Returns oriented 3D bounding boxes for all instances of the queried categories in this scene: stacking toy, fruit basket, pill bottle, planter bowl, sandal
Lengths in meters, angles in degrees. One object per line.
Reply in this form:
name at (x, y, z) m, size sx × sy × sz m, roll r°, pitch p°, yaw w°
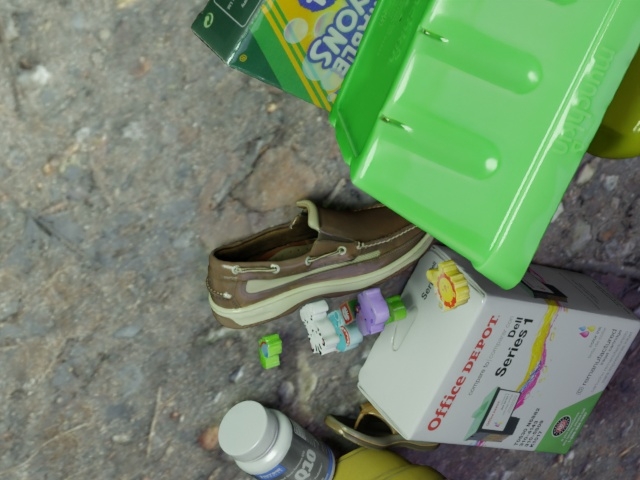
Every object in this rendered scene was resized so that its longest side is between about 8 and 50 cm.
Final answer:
stacking toy at (0.040, 0.088, 1.551) m, size 0.167 × 0.052 × 0.221 m, roll -16°, pitch 171°, yaw -23°
fruit basket at (0.230, -0.157, 1.322) m, size 0.392 × 0.283 × 0.392 m, roll -3°, pitch 116°, yaw -7°
pill bottle at (-0.050, 0.235, 1.654) m, size 0.078 × 0.078 × 0.137 m, roll -46°, pitch 135°, yaw 2°
planter bowl at (0.044, 0.303, 1.738) m, size 0.217 × 0.090 × 0.217 m, roll -29°, pitch 161°, yaw -11°
sandal at (0.075, 0.214, 1.738) m, size 0.180 × 0.072 × 0.049 m, roll 11°, pitch 99°, yaw -41°

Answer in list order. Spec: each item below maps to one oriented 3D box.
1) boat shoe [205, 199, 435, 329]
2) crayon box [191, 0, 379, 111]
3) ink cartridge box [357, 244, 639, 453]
boat shoe at (0.004, 0.004, 1.517) m, size 0.257 × 0.095 × 0.095 m, roll -24°, pitch 126°, yaw -19°
crayon box at (0.063, -0.213, 1.407) m, size 0.323 × 0.083 × 0.203 m, roll 20°, pitch 108°, yaw -43°
ink cartridge box at (0.211, 0.133, 1.736) m, size 0.278 × 0.117 × 0.201 m, roll 11°, pitch 114°, yaw -39°
